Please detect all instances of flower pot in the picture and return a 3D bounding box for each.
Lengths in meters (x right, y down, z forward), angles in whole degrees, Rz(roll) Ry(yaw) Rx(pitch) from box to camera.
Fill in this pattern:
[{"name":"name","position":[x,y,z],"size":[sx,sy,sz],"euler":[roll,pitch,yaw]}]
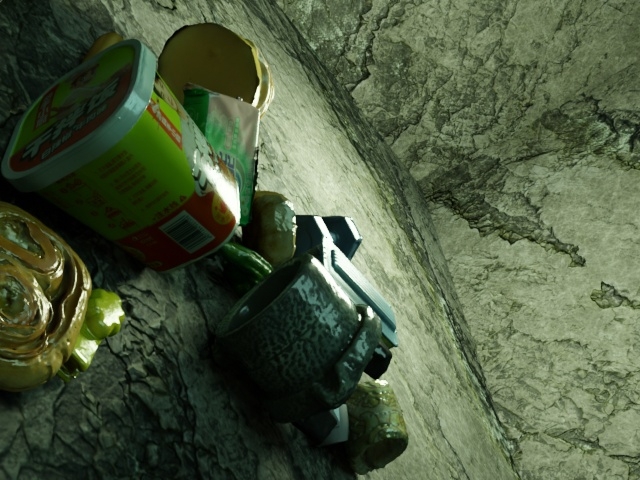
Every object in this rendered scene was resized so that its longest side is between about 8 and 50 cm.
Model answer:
[{"name":"flower pot","position":[-0.024,0.208,1.141],"size":[0.282,0.299,0.299],"euler":[50,22,-13]}]

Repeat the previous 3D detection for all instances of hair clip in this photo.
[{"name":"hair clip","position":[-0.330,0.124,0.874],"size":[0.072,0.046,0.173],"euler":[57,18,-18]}]

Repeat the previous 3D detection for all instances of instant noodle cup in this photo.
[{"name":"instant noodle cup","position":[-0.300,-0.115,1.006],"size":[0.308,0.294,0.293],"euler":[51,20,-42]}]

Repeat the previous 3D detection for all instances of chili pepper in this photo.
[{"name":"chili pepper","position":[-0.174,0.053,1.260],"size":[0.253,0.099,0.083],"euler":[42,36,-39]}]

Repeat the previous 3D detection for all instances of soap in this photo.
[{"name":"soap","position":[-0.224,-0.171,1.284],"size":[0.218,0.098,0.273],"euler":[8,87,-48]}]

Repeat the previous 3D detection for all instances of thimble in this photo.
[{"name":"thimble","position":[0.108,0.413,1.335],"size":[0.138,0.190,0.143],"euler":[1,43,-22]}]

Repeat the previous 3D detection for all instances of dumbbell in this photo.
[{"name":"dumbbell","position":[-0.001,0.000,1.677],"size":[0.316,0.157,0.143],"euler":[-3,94,-67]}]

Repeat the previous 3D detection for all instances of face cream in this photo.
[{"name":"face cream","position":[0.015,0.378,1.268],"size":[0.091,0.091,0.095],"euler":[23,49,-58]}]

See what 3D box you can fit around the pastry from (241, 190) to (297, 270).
[{"name":"pastry","position":[-0.121,-0.027,1.381],"size":[0.093,0.182,0.192],"euler":[-2,22,-23]}]

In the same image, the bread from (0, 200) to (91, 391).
[{"name":"bread","position":[-0.379,0.070,0.727],"size":[0.198,0.120,0.236],"euler":[45,25,-31]}]

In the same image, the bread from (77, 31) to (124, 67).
[{"name":"bread","position":[-0.440,-0.335,1.213],"size":[0.239,0.074,0.092],"euler":[-90,160,-51]}]

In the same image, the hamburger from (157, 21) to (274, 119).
[{"name":"hamburger","position":[-0.243,-0.376,1.491],"size":[0.276,0.276,0.237],"euler":[61,8,4]}]

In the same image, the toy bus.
[{"name":"toy bus","position":[0.035,0.159,1.470],"size":[0.312,0.190,0.152],"euler":[47,24,-30]}]
